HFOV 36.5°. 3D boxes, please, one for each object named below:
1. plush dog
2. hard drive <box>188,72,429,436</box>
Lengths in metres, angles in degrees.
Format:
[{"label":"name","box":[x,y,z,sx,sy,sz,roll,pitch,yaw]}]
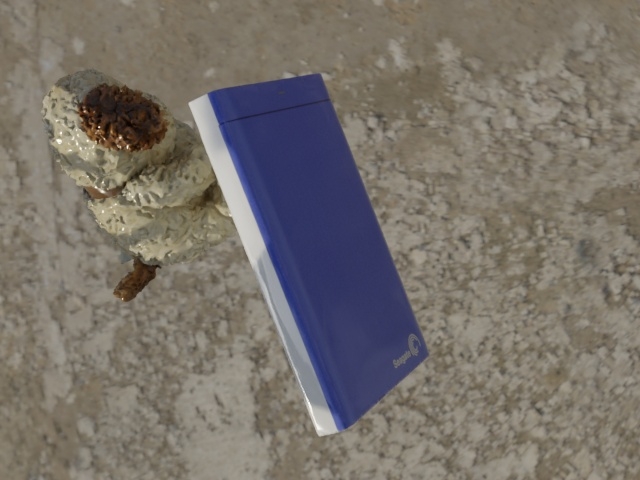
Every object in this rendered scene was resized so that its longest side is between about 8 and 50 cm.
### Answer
[{"label":"plush dog","box":[-0.202,-0.080,1.018,0.210,0.225,0.262,-47,32,-16]},{"label":"hard drive","box":[0.000,0.000,0.943,0.040,0.210,0.319,-20,93,30]}]
